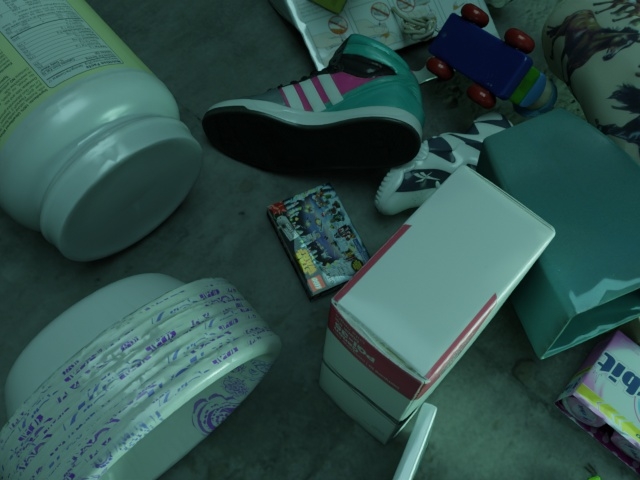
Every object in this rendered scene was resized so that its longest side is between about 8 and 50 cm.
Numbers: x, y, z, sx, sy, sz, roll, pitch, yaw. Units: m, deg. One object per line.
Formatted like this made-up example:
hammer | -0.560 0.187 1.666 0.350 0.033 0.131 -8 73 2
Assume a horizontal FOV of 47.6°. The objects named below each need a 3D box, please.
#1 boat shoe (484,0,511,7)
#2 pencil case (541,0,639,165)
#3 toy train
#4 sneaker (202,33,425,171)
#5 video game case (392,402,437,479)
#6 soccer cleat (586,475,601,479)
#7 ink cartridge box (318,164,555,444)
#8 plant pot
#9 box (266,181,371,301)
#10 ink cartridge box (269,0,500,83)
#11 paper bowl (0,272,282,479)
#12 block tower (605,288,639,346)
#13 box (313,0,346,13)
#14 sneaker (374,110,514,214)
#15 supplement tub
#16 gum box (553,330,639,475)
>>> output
boat shoe | 0.255 -0.505 1.146 0.099 0.116 0.319 -17 64 -9
pencil case | 0.427 -0.141 0.924 0.160 0.183 0.410 -32 52 26
toy train | 0.220 -0.265 1.038 0.105 0.143 0.248 -57 49 16
sneaker | 0.001 -0.193 0.971 0.296 0.123 0.178 5 50 17
video game case | 0.085 0.264 0.774 0.019 0.143 0.157 21 65 14
soccer cleat | 0.363 0.343 0.818 0.179 0.060 0.072 40 67 14
ink cartridge box | 0.107 0.084 0.780 0.117 0.283 0.207 39 68 15
plant pot | 0.278 -0.019 0.829 0.166 0.165 0.234 -23 66 -6
box | 0.000 0.000 0.943 0.094 0.027 0.137 -23 71 -14
ink cartridge box | 0.070 -0.405 1.119 0.308 0.091 0.385 -22 88 -16
paper bowl | -0.187 0.144 0.719 0.284 0.284 0.148 -37 75 -20
block tower | 0.535 0.072 0.938 0.336 0.097 0.091 -17 69 -11
box | 0.057 -0.444 1.032 0.058 0.087 0.232 26 77 -8
sneaker | 0.199 -0.064 0.956 0.235 0.094 0.153 -26 63 -27
supplement tub | -0.318 -0.157 0.862 0.235 0.235 0.325 -38 76 -20
gum box | 0.395 0.214 0.874 0.188 0.062 0.107 40 68 11
